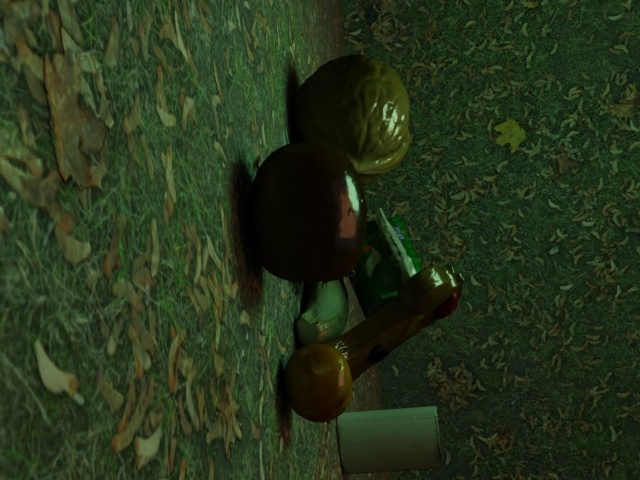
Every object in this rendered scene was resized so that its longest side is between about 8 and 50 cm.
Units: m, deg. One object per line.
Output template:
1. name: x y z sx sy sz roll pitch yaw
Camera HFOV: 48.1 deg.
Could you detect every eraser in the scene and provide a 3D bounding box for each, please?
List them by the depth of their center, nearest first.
1. eraser: 0.187 0.541 1.935 0.095 0.270 0.174 -77 159 -71

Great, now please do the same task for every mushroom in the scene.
1. mushroom: 0.005 0.135 1.602 0.122 0.095 0.351 54 18 -18

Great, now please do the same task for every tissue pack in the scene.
1. tissue pack: 0.153 0.046 1.658 0.156 0.148 0.209 -59 -135 50

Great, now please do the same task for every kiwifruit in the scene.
1. kiwifruit: -0.020 -0.048 1.164 0.196 0.196 0.233 39 50 -79

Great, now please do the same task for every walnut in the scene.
1. walnut: 0.078 -0.281 1.733 0.333 0.333 0.332 -6 90 -82

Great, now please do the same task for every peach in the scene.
1. peach: -0.004 0.260 1.292 0.138 0.138 0.138 -6 90 -82

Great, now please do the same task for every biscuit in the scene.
1. biscuit: 0.147 0.201 1.549 0.076 0.394 0.368 55 -2 19

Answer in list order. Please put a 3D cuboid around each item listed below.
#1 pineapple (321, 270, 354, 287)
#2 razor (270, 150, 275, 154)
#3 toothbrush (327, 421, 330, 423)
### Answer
1. pineapple: 0.000 0.000 1.551 0.236 0.115 0.186 -64 136 -73
2. razor: -0.080 -0.063 1.299 0.068 0.037 0.191 -88 172 -68
3. toothbrush: 0.032 0.422 1.836 0.167 0.014 0.011 -70 162 -72
